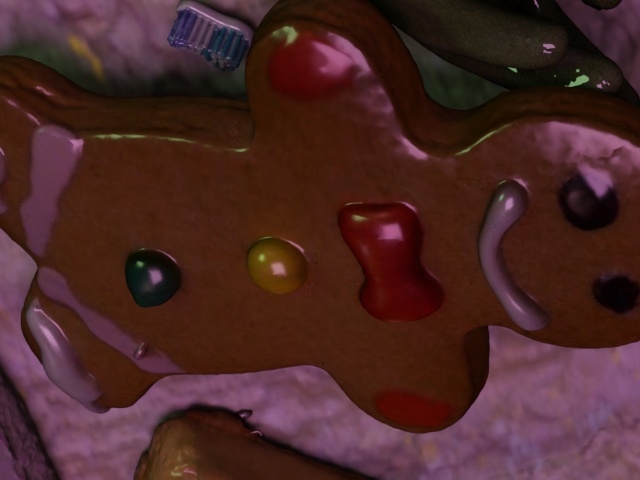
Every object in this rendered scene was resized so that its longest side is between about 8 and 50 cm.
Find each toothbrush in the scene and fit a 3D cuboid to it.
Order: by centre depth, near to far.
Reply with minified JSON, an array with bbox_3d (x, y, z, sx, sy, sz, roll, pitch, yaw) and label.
[{"bbox_3d":[0.052,-0.063,0.987,0.304,0.030,0.030,25,118,-15],"label":"toothbrush"}]

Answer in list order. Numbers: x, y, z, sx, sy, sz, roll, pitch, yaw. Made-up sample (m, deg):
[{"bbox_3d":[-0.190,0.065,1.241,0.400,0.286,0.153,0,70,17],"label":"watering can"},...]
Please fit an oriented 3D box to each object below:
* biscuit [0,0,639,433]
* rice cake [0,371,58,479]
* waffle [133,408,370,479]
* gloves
[{"bbox_3d":[0.000,0.001,0.914,0.432,0.064,0.283,1,129,23],"label":"biscuit"},{"bbox_3d":[-0.218,0.114,1.079,0.055,0.049,0.270,-7,122,21],"label":"rice cake"},{"bbox_3d":[0.008,0.288,1.162,0.348,0.077,0.304,20,117,-11],"label":"waffle"},{"bbox_3d":[0.072,-0.157,0.883,0.135,0.107,0.268,-42,95,-16],"label":"gloves"}]
